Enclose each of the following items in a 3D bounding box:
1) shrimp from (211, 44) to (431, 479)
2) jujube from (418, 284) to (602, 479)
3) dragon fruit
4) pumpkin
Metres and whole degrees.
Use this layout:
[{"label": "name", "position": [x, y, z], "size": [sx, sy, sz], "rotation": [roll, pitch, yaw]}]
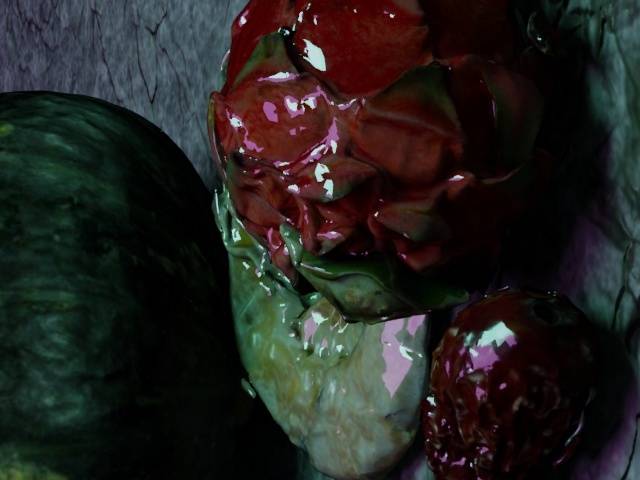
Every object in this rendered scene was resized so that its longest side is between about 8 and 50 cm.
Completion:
[{"label": "shrimp", "position": [0.000, 0.000, 1.437], "size": [0.247, 0.085, 0.360], "rotation": [-47, 53, 49]}, {"label": "jujube", "position": [0.105, 0.093, 1.175], "size": [0.166, 0.104, 0.104], "rotation": [116, 145, -43]}, {"label": "dragon fruit", "position": [0.048, -0.088, 1.228], "size": [0.234, 0.234, 0.293], "rotation": [-50, 14, 53]}, {"label": "pumpkin", "position": [-0.223, 0.106, 1.574], "size": [0.454, 0.344, 0.454], "rotation": [6, -90, -81]}]
